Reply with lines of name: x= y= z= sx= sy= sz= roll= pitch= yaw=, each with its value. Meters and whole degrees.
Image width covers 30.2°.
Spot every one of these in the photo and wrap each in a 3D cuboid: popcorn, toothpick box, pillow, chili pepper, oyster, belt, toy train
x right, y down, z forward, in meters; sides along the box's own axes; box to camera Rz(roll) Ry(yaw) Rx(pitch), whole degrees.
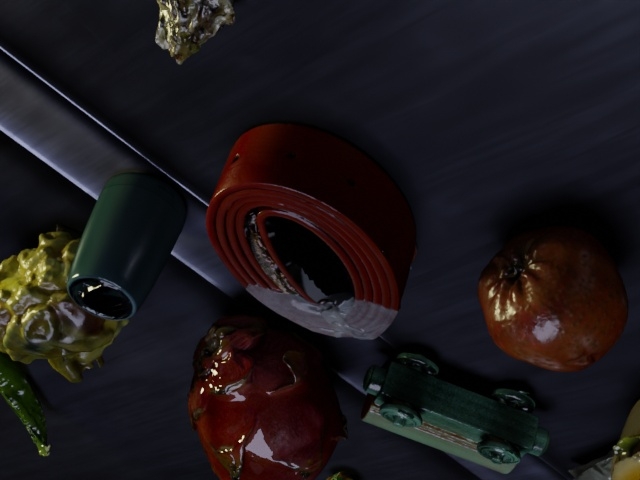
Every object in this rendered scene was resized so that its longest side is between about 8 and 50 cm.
popcorn: x=-0.382 y=0.094 z=1.732 sx=0.218 sy=0.169 sz=0.189 roll=-22 pitch=136 yaw=17
toothpick box: x=-0.258 y=0.011 z=1.566 sx=0.120 sy=0.184 sz=0.120 roll=11 pitch=142 yaw=8
pillow: x=0.476 y=0.382 z=1.811 sx=0.181 sy=0.078 sz=0.134 roll=33 pitch=134 yaw=-11
chili pepper: x=-0.554 y=0.237 z=2.058 sx=0.085 sy=0.076 sz=0.359 roll=21 pitch=149 yaw=45
oyster: x=-0.135 y=-0.268 z=1.283 sx=0.108 sy=0.053 sz=0.166 roll=3 pitch=134 yaw=3
belt: x=0.000 y=0.000 z=1.504 sx=0.227 sy=0.115 sz=0.324 roll=-12 pitch=134 yaw=35
toy train: x=0.190 y=0.264 z=1.765 sx=0.285 sy=0.116 sz=0.177 roll=20 pitch=154 yaw=-3

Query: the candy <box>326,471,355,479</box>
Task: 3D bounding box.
candy: x=0.064 y=0.471 z=2.120 sx=0.060 sy=0.060 sz=0.201 roll=-3 pitch=146 yaw=26

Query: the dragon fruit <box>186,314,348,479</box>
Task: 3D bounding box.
dragon fruit: x=-0.079 y=0.256 z=1.752 sx=0.250 sy=0.250 sz=0.315 roll=-4 pitch=97 yaw=26

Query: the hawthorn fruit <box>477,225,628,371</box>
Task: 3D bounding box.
hawthorn fruit: x=0.291 y=0.082 z=1.439 sx=0.179 sy=0.179 sz=0.200 roll=-16 pitch=134 yaw=37

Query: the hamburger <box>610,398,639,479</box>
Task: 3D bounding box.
hamburger: x=0.540 y=0.321 z=1.625 sx=0.300 sy=0.176 sz=0.300 roll=10 pitch=140 yaw=9
